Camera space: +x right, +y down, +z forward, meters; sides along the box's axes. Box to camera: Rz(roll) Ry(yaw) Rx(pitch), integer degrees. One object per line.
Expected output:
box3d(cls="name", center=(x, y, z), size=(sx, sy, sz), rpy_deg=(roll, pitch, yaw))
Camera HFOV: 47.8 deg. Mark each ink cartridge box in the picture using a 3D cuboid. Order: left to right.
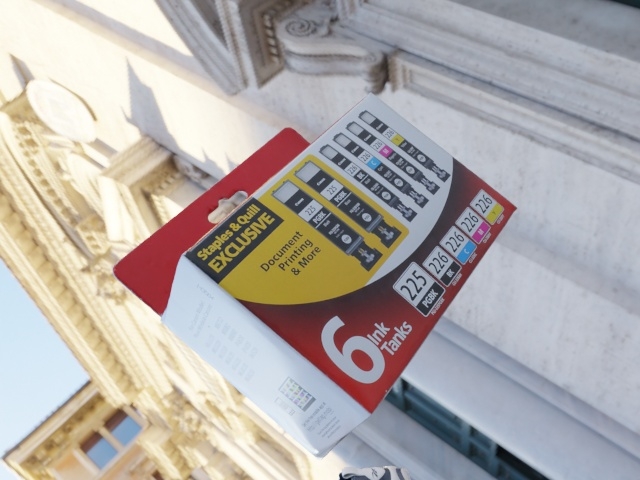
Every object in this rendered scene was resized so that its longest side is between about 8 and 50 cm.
box3d(cls="ink cartridge box", center=(0.000, 0.000, 0.717), size=(0.309, 0.272, 0.130), rpy_deg=(-47, -7, -39))

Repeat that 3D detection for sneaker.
box3d(cls="sneaker", center=(0.049, 0.484, 1.244), size=(0.153, 0.094, 0.235), rpy_deg=(16, -67, -12))
